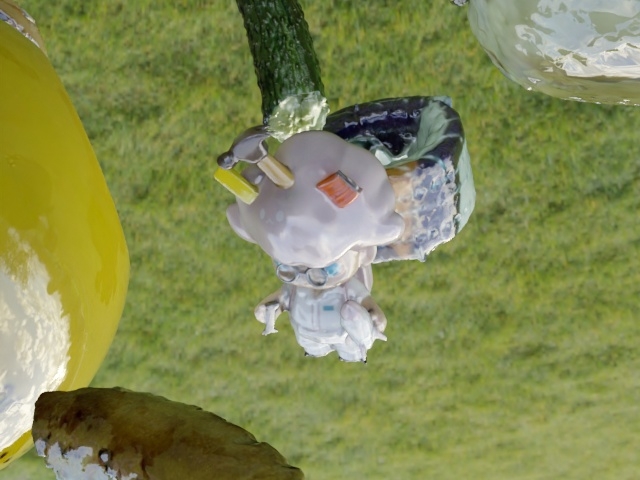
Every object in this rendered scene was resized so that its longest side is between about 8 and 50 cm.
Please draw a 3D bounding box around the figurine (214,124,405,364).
[{"bbox_3d":[0.000,0.000,0.748,0.137,0.112,0.229,8,128,25],"label":"figurine"}]

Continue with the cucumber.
[{"bbox_3d":[-0.035,-0.168,0.798,0.058,0.187,0.058,-11,150,-7],"label":"cucumber"}]

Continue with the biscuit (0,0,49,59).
[{"bbox_3d":[-0.516,-0.279,1.411,0.259,0.079,0.259,4,141,3],"label":"biscuit"}]

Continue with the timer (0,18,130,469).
[{"bbox_3d":[-0.326,0.020,0.605,0.387,0.376,0.376,-26,151,-17],"label":"timer"}]

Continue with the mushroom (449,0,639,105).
[{"bbox_3d":[0.239,-0.120,0.517,0.344,0.130,0.247,12,157,6],"label":"mushroom"}]

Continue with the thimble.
[{"bbox_3d":[0.092,-0.088,1.272,0.237,0.237,0.150,-8,124,7],"label":"thimble"}]

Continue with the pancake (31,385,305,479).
[{"bbox_3d":[-0.034,0.204,0.408,0.054,0.376,0.197,2,127,-46],"label":"pancake"}]
